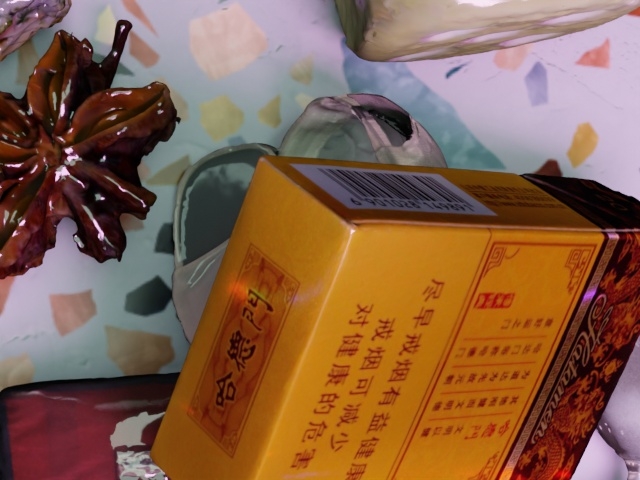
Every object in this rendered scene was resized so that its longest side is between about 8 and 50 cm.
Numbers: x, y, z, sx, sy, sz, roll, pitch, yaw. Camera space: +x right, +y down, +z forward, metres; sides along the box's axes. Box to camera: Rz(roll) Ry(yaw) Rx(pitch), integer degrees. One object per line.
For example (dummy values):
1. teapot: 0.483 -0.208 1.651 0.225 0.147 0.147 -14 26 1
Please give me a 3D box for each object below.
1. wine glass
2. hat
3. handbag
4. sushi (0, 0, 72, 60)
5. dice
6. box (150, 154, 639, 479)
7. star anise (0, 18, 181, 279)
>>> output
1. wine glass: 0.296 0.138 1.446 0.103 0.103 0.231 10 83 -11
2. hat: -0.008 0.004 1.354 0.275 0.232 0.161 -42 123 1
3. handbag: -0.144 0.200 1.313 0.254 0.181 0.181 -4 86 -9
4. sushi: -0.331 -0.182 1.285 0.274 0.184 0.139 -35 93 -10
5. dice: 0.129 -0.294 1.354 0.254 0.250 0.252 -9 89 -12
6. box: 0.090 0.080 1.254 0.415 0.116 0.264 0 118 -45
7. star anise: -0.215 -0.060 1.329 0.220 0.126 0.190 -28 54 -1
